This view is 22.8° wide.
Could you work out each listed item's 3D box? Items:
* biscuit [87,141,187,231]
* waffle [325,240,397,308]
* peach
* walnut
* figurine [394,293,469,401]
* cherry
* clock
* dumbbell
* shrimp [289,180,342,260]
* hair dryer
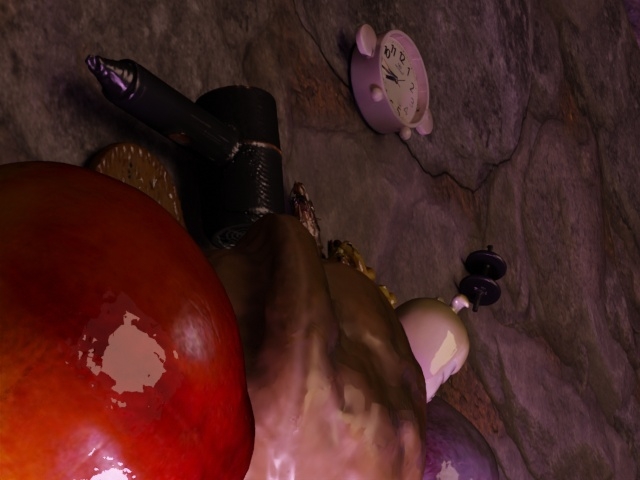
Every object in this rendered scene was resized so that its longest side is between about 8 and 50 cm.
[{"bbox_3d":[-0.213,-0.019,1.804,0.188,0.027,0.188,29,56,-56],"label":"biscuit"},{"bbox_3d":[0.007,0.118,2.073,0.291,0.051,0.291,14,70,-45],"label":"waffle"},{"bbox_3d":[-0.230,0.127,1.388,0.388,0.388,0.388,28,56,-54],"label":"peach"},{"bbox_3d":[-0.058,0.179,1.702,0.383,0.383,0.384,28,56,-54],"label":"walnut"},{"bbox_3d":[0.051,0.203,1.945,0.274,0.226,0.394,43,66,-12],"label":"figurine"},{"bbox_3d":[0.140,0.312,2.149,0.213,0.183,0.266,19,47,-60],"label":"cherry"},{"bbox_3d":[0.102,-0.237,2.404,0.229,0.063,0.156,47,45,-39],"label":"clock"},{"bbox_3d":[0.263,0.061,2.575,0.069,0.069,0.147,57,36,-34],"label":"dumbbell"},{"bbox_3d":[0.001,0.000,2.171,0.124,0.034,0.178,-23,102,-63],"label":"shrimp"},{"bbox_3d":[-0.161,-0.120,1.827,0.352,0.107,0.189,30,48,-54],"label":"hair dryer"}]
